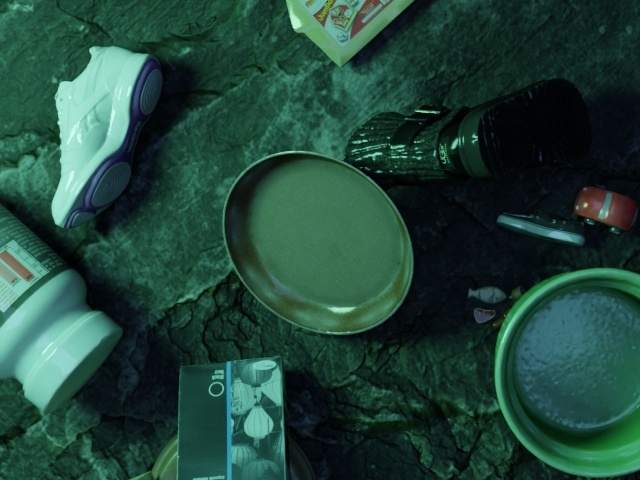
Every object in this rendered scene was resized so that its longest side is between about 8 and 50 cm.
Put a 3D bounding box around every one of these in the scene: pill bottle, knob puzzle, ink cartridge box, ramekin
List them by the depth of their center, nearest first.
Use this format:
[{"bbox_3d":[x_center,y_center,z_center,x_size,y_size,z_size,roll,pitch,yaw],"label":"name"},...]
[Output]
[{"bbox_3d":[0.403,0.185,1.592,0.304,0.148,0.303,0,94,2],"label":"ramekin"},{"bbox_3d":[-0.128,0.337,1.597,0.166,0.065,0.332,-6,57,2],"label":"ink cartridge box"},{"bbox_3d":[-0.492,0.080,1.634,0.363,0.210,0.210,41,90,5],"label":"pill bottle"},{"bbox_3d":[0.029,-0.400,1.713,0.213,0.030,0.213,0,88,4],"label":"knob puzzle"}]

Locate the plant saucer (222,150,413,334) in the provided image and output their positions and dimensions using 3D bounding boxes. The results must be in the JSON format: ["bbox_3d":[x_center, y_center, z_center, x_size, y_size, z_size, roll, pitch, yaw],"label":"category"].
[{"bbox_3d":[0.000,0.000,1.623,0.311,0.050,0.310,11,120,20],"label":"plant saucer"}]

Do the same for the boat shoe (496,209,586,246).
[{"bbox_3d":[0.346,-0.025,1.672,0.142,0.049,0.040,14,83,-2],"label":"boat shoe"}]

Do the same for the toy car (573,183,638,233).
[{"bbox_3d":[0.540,-0.036,1.645,0.225,0.053,0.239,-38,94,-3],"label":"toy car"}]

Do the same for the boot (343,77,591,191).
[{"bbox_3d":[0.227,-0.156,1.632,0.260,0.348,0.131,-7,94,45],"label":"boot"}]

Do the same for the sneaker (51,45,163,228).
[{"bbox_3d":[-0.363,-0.166,1.703,0.152,0.114,0.305,22,85,18],"label":"sneaker"}]

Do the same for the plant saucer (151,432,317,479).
[{"bbox_3d":[-0.140,0.413,1.684,0.278,0.041,0.277,0,88,4],"label":"plant saucer"}]

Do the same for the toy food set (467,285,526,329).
[{"bbox_3d":[0.293,0.109,1.680,0.122,0.019,0.077,-2,87,3],"label":"toy food set"}]

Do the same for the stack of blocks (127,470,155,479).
[{"bbox_3d":[-0.371,0.494,1.650,0.297,0.087,0.171,-24,86,10],"label":"stack of blocks"}]
